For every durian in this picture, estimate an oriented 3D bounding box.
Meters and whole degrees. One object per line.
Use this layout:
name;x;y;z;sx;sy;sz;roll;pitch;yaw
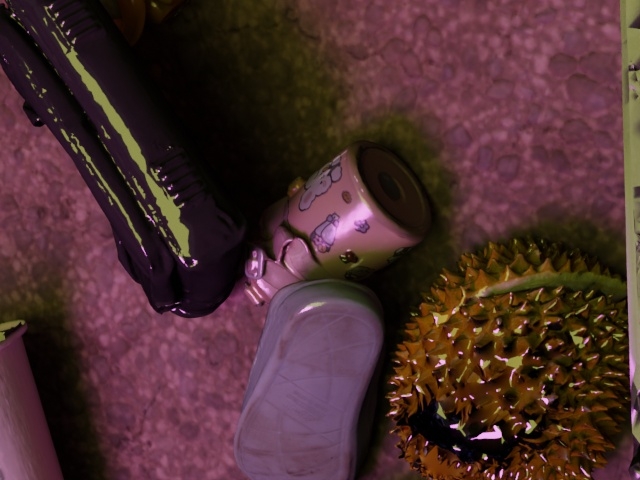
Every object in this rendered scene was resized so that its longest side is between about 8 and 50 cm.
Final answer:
durian;0.120;0.115;1.313;0.193;0.138;0.237;26;111;21

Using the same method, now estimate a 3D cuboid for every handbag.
handbag;-0.155;-0.069;1.375;0.088;0.244;0.275;-35;84;-10

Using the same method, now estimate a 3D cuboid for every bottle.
bottle;0.001;0.001;1.375;0.152;0.099;0.099;-36;83;28

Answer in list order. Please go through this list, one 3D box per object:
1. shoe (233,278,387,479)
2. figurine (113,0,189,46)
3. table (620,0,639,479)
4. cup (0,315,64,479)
shoe;-0.001;0.101;1.385;0.103;0.100;0.251;14;138;0
figurine;-0.199;-0.269;1.417;0.246;0.131;0.156;44;150;4
table;0.293;-0.053;1.093;0.222;0.272;0.335;-2;99;11
cup;-0.310;0.230;1.500;0.253;0.253;0.274;-20;97;28
